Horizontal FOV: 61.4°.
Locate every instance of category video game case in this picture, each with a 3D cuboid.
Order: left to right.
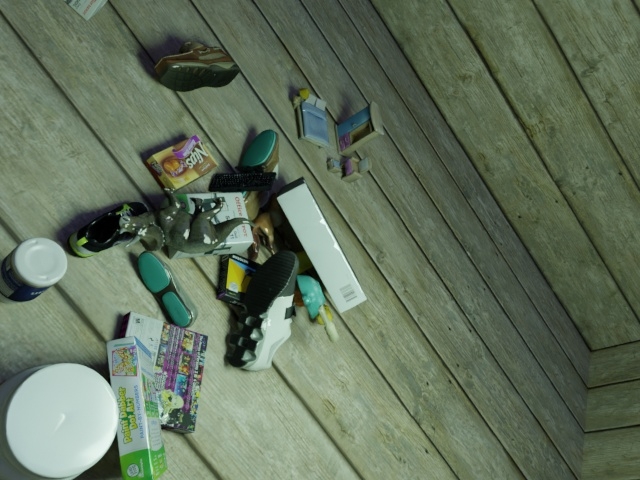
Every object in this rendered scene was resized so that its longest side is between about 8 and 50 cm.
[{"bbox_3d":[-0.364,0.299,1.216,0.210,0.042,0.231,27,51,-36],"label":"video game case"}]

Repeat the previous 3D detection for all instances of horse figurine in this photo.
[{"bbox_3d":[-0.144,-0.038,1.642,0.174,0.066,0.263,63,35,-11],"label":"horse figurine"}]

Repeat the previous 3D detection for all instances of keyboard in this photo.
[{"bbox_3d":[-0.224,-0.184,1.546,0.038,0.192,0.100,76,20,-46],"label":"keyboard"}]

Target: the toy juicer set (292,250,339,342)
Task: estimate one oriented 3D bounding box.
[{"bbox_3d":[-0.026,0.187,1.555,0.329,0.090,0.209,-112,-178,-59],"label":"toy juicer set"}]

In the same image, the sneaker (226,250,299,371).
[{"bbox_3d":[-0.128,0.190,1.442,0.146,0.123,0.330,34,77,-50],"label":"sneaker"}]

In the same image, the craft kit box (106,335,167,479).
[{"bbox_3d":[-0.341,0.320,1.014,0.061,0.250,0.246,-12,74,-14],"label":"craft kit box"}]

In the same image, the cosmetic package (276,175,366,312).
[{"bbox_3d":[0.000,0.000,1.621,0.377,0.098,0.284,62,5,-10],"label":"cosmetic package"}]

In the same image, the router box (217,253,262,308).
[{"bbox_3d":[-0.197,0.124,1.502,0.179,0.046,0.133,26,52,-37],"label":"router box"}]

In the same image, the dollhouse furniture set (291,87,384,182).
[{"bbox_3d":[0.061,-0.413,1.982,0.304,0.198,0.286,17,57,-42],"label":"dollhouse furniture set"}]

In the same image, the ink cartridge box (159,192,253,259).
[{"bbox_3d":[-0.297,-0.042,1.414,0.209,0.087,0.152,-6,72,-34],"label":"ink cartridge box"}]

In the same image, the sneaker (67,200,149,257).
[{"bbox_3d":[-0.468,-0.030,1.244,0.084,0.097,0.234,55,39,-10],"label":"sneaker"}]

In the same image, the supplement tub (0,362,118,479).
[{"bbox_3d":[-0.477,0.315,0.894,0.191,0.272,0.191,27,50,-37],"label":"supplement tub"}]

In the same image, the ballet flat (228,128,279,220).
[{"bbox_3d":[-0.188,-0.193,1.660,0.124,0.116,0.342,58,34,-40],"label":"ballet flat"}]

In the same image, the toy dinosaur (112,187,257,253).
[{"bbox_3d":[-0.318,-0.032,1.288,0.314,0.121,0.160,11,79,-22],"label":"toy dinosaur"}]

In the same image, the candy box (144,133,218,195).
[{"bbox_3d":[-0.379,-0.210,1.485,0.109,0.053,0.187,56,40,-8],"label":"candy box"}]

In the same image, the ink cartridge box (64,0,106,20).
[{"bbox_3d":[-0.637,-0.676,1.415,0.150,0.109,0.063,41,42,-26],"label":"ink cartridge box"}]

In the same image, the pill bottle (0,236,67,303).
[{"bbox_3d":[-0.561,0.065,1.026,0.094,0.169,0.094,25,53,-38],"label":"pill bottle"}]

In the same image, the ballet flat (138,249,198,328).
[{"bbox_3d":[-0.370,0.117,1.310,0.213,0.072,0.068,60,11,-5],"label":"ballet flat"}]

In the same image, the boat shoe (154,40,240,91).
[{"bbox_3d":[-0.381,-0.532,1.629,0.119,0.123,0.324,58,30,2],"label":"boat shoe"}]
